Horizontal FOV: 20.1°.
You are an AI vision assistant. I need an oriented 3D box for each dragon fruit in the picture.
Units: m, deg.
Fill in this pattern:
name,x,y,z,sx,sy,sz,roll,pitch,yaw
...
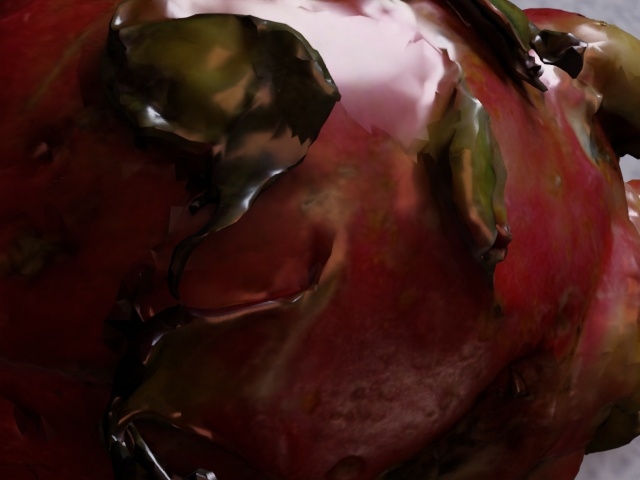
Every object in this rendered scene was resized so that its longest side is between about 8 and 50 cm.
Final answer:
name,x,y,z,sx,sy,sz,roll,pitch,yaw
dragon fruit,0.000,0.000,0.648,0.291,0.269,0.250,8,73,-18

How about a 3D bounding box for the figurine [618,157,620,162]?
name,x,y,z,sx,sy,sz,roll,pitch,yaw
figurine,0.106,-0.020,0.812,0.176,0.121,0.122,61,29,-5
